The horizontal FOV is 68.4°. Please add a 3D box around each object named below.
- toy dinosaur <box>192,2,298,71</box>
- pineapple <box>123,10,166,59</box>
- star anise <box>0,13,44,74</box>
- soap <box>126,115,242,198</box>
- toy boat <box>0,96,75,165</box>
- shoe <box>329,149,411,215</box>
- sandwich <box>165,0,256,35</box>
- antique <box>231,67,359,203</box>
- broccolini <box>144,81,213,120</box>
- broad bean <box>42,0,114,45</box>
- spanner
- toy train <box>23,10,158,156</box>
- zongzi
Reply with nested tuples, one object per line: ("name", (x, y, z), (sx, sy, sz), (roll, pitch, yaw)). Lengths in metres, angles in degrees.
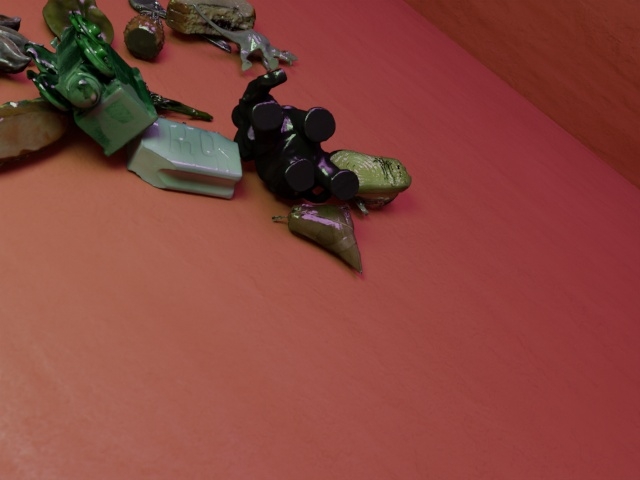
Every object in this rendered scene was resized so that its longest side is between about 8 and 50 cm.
("toy dinosaur", (-0.217, -0.589, 1.430), (0.393, 0.092, 0.205), (14, 44, -34))
("pineapple", (-0.462, -0.566, 1.265), (0.108, 0.108, 0.198), (16, 39, -21))
("star anise", (-0.715, -0.417, 0.959), (0.236, 0.109, 0.223), (27, 35, -29))
("soap", (-0.300, -0.184, 1.030), (0.230, 0.091, 0.145), (7, 49, -29))
("toy boat", (-0.547, -0.219, 0.896), (0.099, 0.108, 0.293), (10, 32, 18))
("shoe", (0.120, -0.151, 1.246), (0.262, 0.128, 0.140), (-4, 47, -24))
("sandwich", (-0.325, -0.688, 1.434), (0.254, 0.100, 0.288), (21, 37, -21))
("antique", (-0.079, -0.216, 1.075), (0.185, 0.255, 0.322), (-34, 112, -12))
("broccolini", (-0.362, -0.319, 1.158), (0.201, 0.058, 0.074), (17, 58, -42))
("broad bean", (-0.601, -0.545, 1.172), (0.153, 0.072, 0.207), (-10, 60, -24))
("spanner", (-0.420, -0.657, 1.426), (0.325, 0.026, 0.093), (24, 41, -15))
("toy train", (-0.451, -0.316, 0.928), (0.266, 0.145, 0.202), (58, 5, 39))
("zongzi", (0.000, 0.000, 1.078), (0.189, 0.081, 0.178), (-1, 63, -27))
